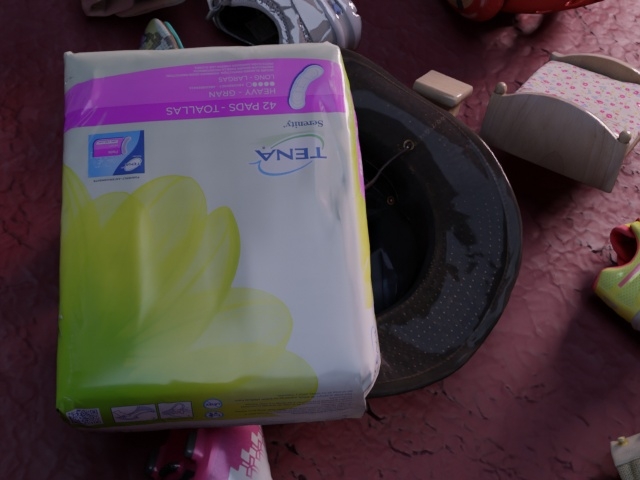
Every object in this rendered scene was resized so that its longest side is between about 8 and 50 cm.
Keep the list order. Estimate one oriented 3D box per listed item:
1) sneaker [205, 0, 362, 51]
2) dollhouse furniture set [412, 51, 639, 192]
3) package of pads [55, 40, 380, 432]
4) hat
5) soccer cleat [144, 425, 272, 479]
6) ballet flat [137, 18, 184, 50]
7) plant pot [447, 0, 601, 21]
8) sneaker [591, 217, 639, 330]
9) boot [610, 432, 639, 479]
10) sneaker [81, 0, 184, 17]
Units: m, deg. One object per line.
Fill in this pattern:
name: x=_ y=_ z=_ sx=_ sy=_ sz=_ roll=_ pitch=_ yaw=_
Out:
sneaker: x=-0.088 y=-0.278 z=1.158 sx=0.115 sy=0.105 sz=0.281 roll=-39 pitch=70 yaw=-24
dollhouse furniture set: x=0.323 y=-0.186 z=1.102 sx=0.355 sy=0.174 sz=0.303 roll=24 pitch=34 yaw=19
package of pads: x=-0.077 y=-0.006 z=0.842 sx=0.229 sy=0.101 sz=0.296 roll=-3 pitch=67 yaw=-3
hat: x=0.000 y=0.000 z=0.973 sx=0.331 sy=0.134 sz=0.331 roll=3 pitch=67 yaw=-6
soccer cleat: x=-0.064 y=0.254 z=0.837 sx=0.143 sy=0.116 sz=0.331 roll=20 pitch=53 yaw=-23
ballet flat: x=-0.141 y=-0.122 z=1.070 sx=0.079 sy=0.077 sz=0.221 roll=-23 pitch=69 yaw=-19
plant pot: x=0.218 y=-0.334 z=1.200 sx=0.174 sy=0.191 sz=0.191 roll=-18 pitch=63 yaw=-15
sneaker: x=0.334 y=-0.001 z=1.077 sx=0.094 sy=0.081 sz=0.208 roll=30 pitch=54 yaw=19
boot: x=0.326 y=0.148 z=0.941 sx=0.165 sy=0.077 sz=0.213 roll=-23 pitch=46 yaw=25
sneaker: x=-0.249 y=-0.321 z=1.151 sx=0.292 sy=0.108 sz=0.169 roll=12 pitch=86 yaw=27
